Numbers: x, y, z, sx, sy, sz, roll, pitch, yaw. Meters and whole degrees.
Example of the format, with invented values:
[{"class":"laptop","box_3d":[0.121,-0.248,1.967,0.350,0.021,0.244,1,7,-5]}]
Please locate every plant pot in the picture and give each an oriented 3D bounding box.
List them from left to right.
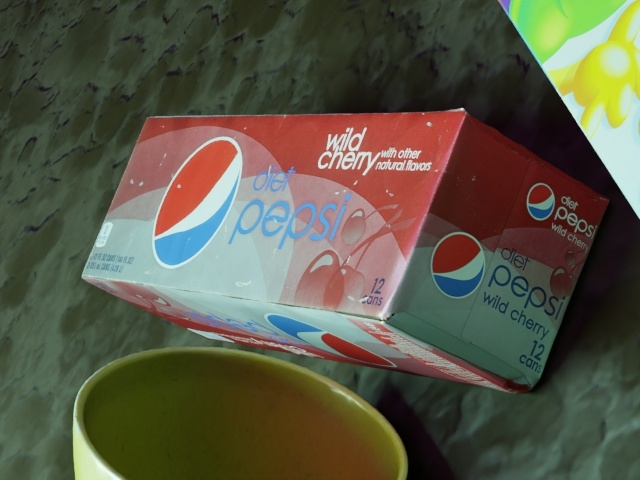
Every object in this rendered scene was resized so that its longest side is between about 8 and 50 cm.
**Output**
[{"class":"plant pot","box_3d":[-0.041,0.117,0.779,0.134,0.134,0.095,-124,42,-57]}]

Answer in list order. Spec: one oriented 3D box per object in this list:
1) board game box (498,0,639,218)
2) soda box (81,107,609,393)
[{"class":"board game box","box_3d":[0.165,-0.059,0.575,0.142,0.144,0.275,-49,34,20]},{"class":"soda box","box_3d":[0.000,0.000,0.841,0.263,0.083,0.092,6,70,57]}]
